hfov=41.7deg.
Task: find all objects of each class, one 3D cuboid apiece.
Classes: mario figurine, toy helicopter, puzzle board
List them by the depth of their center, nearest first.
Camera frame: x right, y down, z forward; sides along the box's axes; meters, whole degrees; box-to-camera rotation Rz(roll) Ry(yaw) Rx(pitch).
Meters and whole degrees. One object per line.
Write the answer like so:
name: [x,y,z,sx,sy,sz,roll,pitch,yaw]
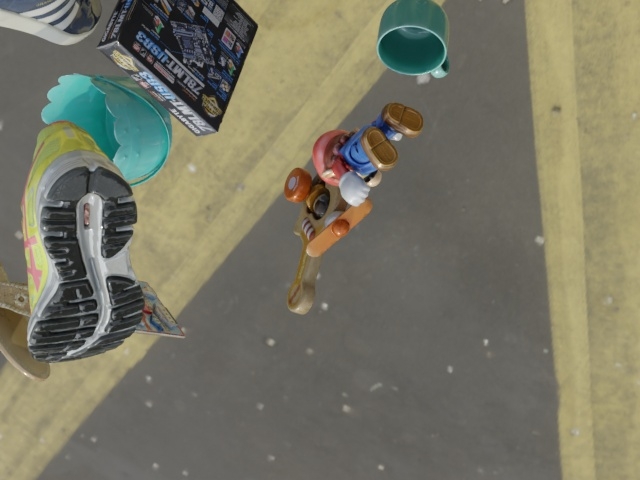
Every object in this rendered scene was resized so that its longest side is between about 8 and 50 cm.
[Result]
puzzle board: [-0.260,0.093,1.224,0.011,0.096,0.128,-54,54,16]
mario figurine: [0.105,-0.159,1.642,0.320,0.198,0.170,163,93,-72]
toy helicopter: [0.000,0.000,1.959,0.140,0.355,0.235,17,175,-31]

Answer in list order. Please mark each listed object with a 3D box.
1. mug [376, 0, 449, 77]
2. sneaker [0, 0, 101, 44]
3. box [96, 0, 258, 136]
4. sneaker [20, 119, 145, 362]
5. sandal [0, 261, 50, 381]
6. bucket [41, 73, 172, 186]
mug: [0.174,-0.377,1.554,0.129,0.097,0.158,3,151,11]
sneaker: [-0.367,-0.364,1.143,0.148,0.350,0.131,-37,92,16]
box: [-0.277,-0.412,1.699,0.073,0.293,0.295,-5,148,39]
sneaker: [-0.175,0.005,0.604,0.094,0.081,0.209,57,142,36]
sandal: [-0.410,0.069,1.135,0.079,0.088,0.240,-35,79,11]
bucket: [-0.487,-0.252,1.939,0.281,0.183,0.281,12,110,36]
